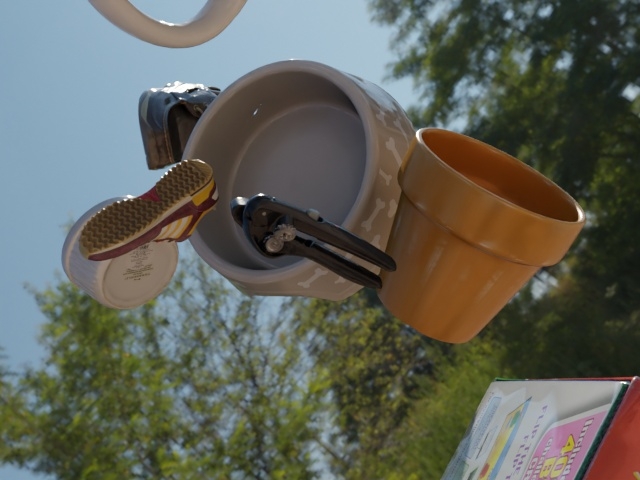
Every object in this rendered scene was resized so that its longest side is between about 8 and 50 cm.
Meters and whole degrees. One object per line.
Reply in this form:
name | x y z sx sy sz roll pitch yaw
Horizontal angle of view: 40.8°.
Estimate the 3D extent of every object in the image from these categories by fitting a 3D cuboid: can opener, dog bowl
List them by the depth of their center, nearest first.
can opener | 0.000 0.000 0.851 0.186 0.073 0.059 22 -59 -25
dog bowl | -0.042 -0.084 1.158 0.348 0.349 0.102 -53 -31 7

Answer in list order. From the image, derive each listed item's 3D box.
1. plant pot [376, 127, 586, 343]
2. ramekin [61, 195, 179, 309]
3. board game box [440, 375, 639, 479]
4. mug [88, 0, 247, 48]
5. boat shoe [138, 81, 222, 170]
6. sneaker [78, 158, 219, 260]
plant pot | 0.158 0.004 0.966 0.205 0.205 0.187 -17 -42 -59
ramekin | -0.363 0.031 1.602 0.207 0.109 0.207 -29 -41 -28
board game box | 0.085 0.189 0.435 0.242 0.064 0.316 -61 -7 -6
mug | -0.110 -0.363 0.802 0.328 0.276 0.374 34 -104 -53
boat shoe | -0.230 -0.219 1.520 0.355 0.130 0.132 -84 -13 -66
sneaker | -0.198 -0.017 1.031 0.185 0.069 0.083 -34 -37 -21
